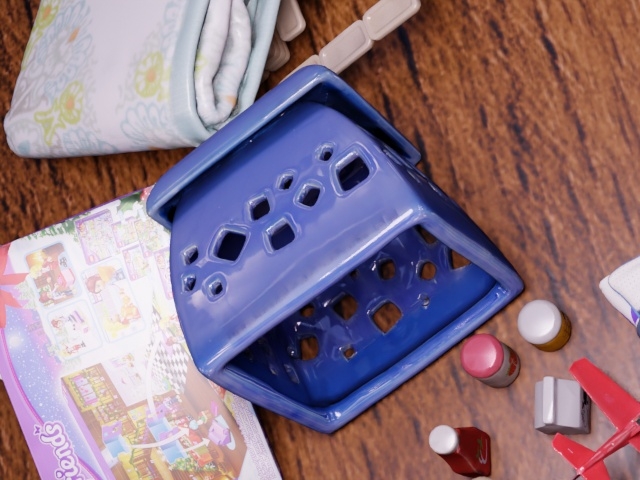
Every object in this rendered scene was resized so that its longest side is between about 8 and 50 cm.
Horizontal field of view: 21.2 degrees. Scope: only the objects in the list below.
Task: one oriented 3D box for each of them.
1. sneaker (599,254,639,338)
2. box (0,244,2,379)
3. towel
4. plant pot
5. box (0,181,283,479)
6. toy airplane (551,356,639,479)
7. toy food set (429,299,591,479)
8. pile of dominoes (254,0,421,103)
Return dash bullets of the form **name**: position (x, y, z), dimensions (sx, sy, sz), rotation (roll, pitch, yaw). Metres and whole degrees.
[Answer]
- **sneaker**: position (0.311, 0.120, 1.369), dimensions (0.236, 0.130, 0.322), rotation (26, 90, 36)
- **box**: position (-0.303, 0.071, 1.667), dimensions (0.203, 0.103, 0.114), rotation (25, 86, 28)
- **towel**: position (-0.151, -0.258, 1.641), dimensions (0.320, 0.090, 0.374), rotation (-3, 68, 51)
- **plant pot**: position (0.000, 0.000, 1.482), dimensions (0.236, 0.236, 0.212), rotation (-37, 58, 12)
- **box**: position (-0.179, 0.118, 1.543), dimensions (0.201, 0.057, 0.293), rotation (-21, 86, -1)
- **toy airplane**: position (0.243, 0.160, 1.395), dimensions (0.151, 0.028, 0.151), rotation (7, 58, -11)
- **toy food set**: position (0.158, 0.159, 1.430), dimensions (0.111, 0.104, 0.232), rotation (-3, 74, 24)
- **pile of dominoes**: position (-0.020, -0.226, 1.616), dimensions (0.251, 0.040, 0.196), rotation (-35, 64, 32)
